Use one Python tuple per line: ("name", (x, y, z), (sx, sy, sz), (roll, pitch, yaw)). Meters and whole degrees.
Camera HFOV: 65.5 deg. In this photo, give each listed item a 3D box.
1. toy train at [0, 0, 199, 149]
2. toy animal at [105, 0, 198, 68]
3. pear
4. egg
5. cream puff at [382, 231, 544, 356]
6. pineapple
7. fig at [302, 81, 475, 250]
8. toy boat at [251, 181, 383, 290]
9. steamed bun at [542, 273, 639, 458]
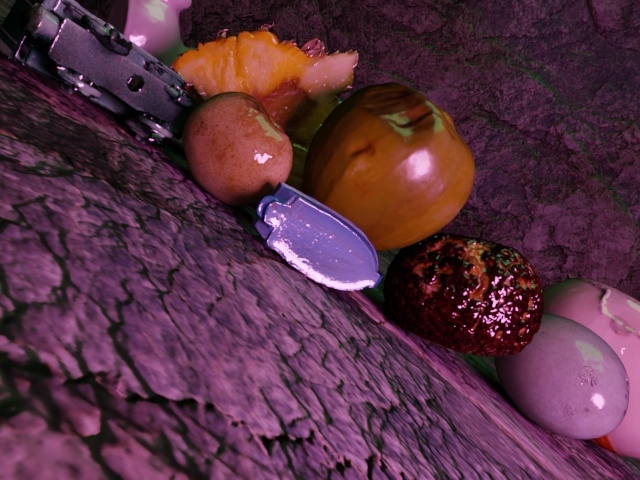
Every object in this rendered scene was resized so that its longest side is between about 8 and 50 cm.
("toy train", (-0.278, -0.215, 0.657), (0.154, 0.115, 0.269), (31, 4, 30))
("toy animal", (-0.283, -0.377, 1.086), (0.367, 0.241, 0.196), (29, 12, -42))
("pear", (-0.114, -0.129, 0.705), (0.167, 0.136, 0.167), (52, 8, -10))
("egg", (0.373, 0.207, 0.784), (0.169, 0.169, 0.236), (34, 7, -20))
("cream puff", (0.216, 0.075, 0.759), (0.238, 0.165, 0.239), (13, 7, -2))
("pineapple", (-0.064, -0.232, 0.908), (0.344, 0.286, 0.209), (54, -11, -11))
("fig", (0.084, -0.088, 0.737), (0.239, 0.271, 0.239), (37, 16, -12))
("toy boat", (0.000, 0.000, 0.672), (0.215, 0.088, 0.102), (33, 5, -21))
("steamed bun", (0.552, 0.263, 0.967), (0.374, 0.241, 0.374), (42, 0, 0))
